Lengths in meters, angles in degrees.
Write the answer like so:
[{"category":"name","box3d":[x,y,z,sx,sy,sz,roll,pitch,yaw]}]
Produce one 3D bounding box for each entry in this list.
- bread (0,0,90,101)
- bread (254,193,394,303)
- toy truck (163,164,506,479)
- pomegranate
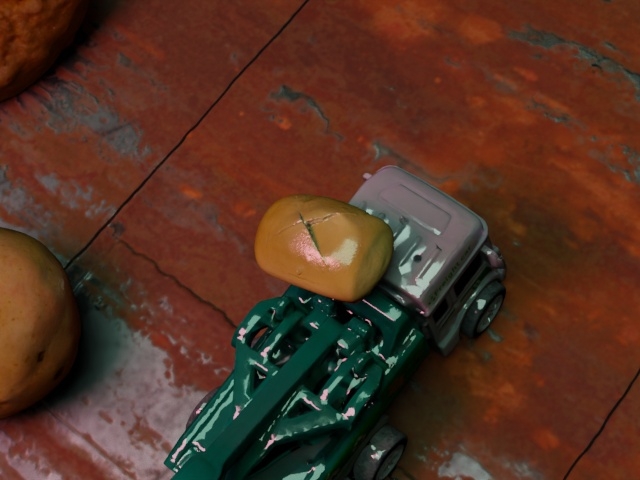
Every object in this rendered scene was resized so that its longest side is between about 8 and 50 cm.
[{"category":"bread","box3d":[-0.374,-0.275,1.310,0.312,0.312,0.172,-34,50,-5]},{"category":"bread","box3d":[0.000,0.000,1.075,0.115,0.056,0.082,24,69,28]},{"category":"toy truck","box3d":[0.012,0.107,1.150,0.177,0.178,0.363,34,75,21]},{"category":"pomegranate","box3d":[-0.315,0.073,1.217,0.191,0.191,0.191,-3,68,9]}]
